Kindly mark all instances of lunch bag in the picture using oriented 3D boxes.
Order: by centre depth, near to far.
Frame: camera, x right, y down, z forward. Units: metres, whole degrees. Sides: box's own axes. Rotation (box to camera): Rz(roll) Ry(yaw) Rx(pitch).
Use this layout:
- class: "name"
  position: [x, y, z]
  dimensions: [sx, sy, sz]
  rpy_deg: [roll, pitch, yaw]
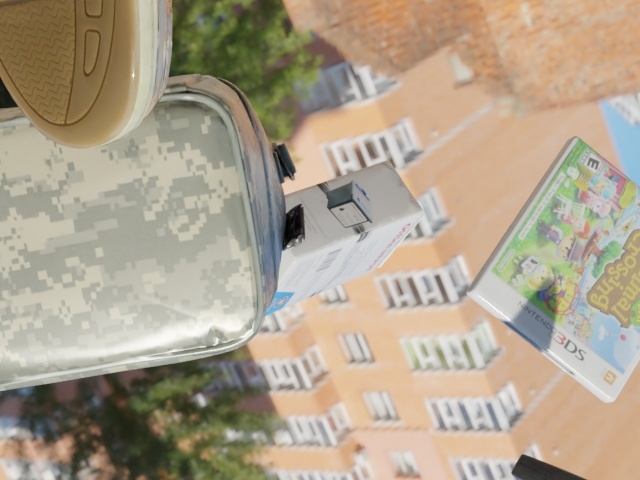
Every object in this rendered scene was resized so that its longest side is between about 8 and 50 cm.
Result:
- class: "lunch bag"
  position: [-0.175, -0.019, 1.018]
  dimensions: [0.305, 0.212, 0.256]
  rpy_deg: [-10, -167, 4]

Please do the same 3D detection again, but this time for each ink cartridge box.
- class: "ink cartridge box"
  position: [0.000, 0.000, 1.413]
  dimensions: [0.191, 0.082, 0.139]
  rpy_deg: [-22, 160, -36]

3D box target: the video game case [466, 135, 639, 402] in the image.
- class: "video game case"
  position: [0.285, 0.029, 1.334]
  dimensions: [0.212, 0.193, 0.023]
  rpy_deg: [-54, -172, -16]

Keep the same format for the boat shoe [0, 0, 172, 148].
- class: "boat shoe"
  position: [-0.111, -0.194, 0.598]
  dimensions: [0.109, 0.302, 0.098]
  rpy_deg: [-13, 178, 32]

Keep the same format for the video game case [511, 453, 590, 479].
- class: "video game case"
  position: [0.380, 0.355, 1.452]
  dimensions: [0.275, 0.248, 0.035]
  rpy_deg: [18, -112, 43]
